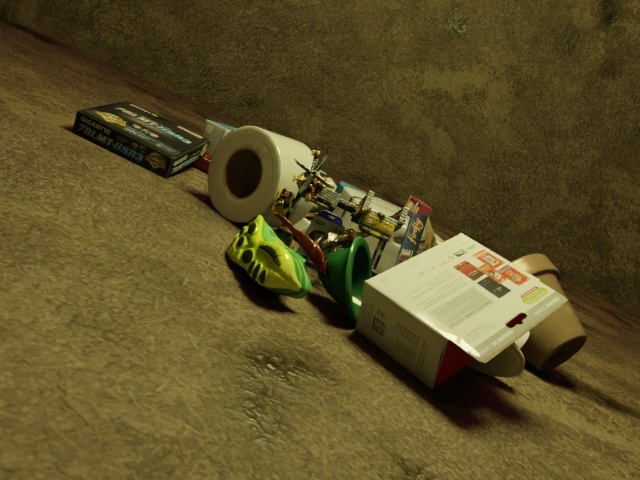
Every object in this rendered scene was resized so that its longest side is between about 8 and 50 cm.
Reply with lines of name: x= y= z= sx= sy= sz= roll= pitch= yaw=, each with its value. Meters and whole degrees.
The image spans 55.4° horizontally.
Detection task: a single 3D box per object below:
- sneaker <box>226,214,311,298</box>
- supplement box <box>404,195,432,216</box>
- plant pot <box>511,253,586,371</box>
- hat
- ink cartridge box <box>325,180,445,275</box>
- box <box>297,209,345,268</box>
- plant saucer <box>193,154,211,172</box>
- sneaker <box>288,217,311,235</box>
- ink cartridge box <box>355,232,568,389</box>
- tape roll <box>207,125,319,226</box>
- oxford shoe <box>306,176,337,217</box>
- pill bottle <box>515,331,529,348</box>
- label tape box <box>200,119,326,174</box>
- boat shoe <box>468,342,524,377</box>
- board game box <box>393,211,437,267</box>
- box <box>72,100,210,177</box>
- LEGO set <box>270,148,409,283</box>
sneaker: x=-0.104 y=0.042 z=1.231 sx=0.123 sy=0.109 sz=0.295 roll=43 pitch=2 yaw=-30
supplement box: x=0.291 y=-0.092 z=1.836 sx=0.043 sy=0.055 sz=0.083 roll=22 pitch=13 yaw=-23
plant pot: x=0.545 y=0.200 z=1.561 sx=0.263 sy=0.263 sz=0.229 roll=13 pitch=35 yaw=-45
hat: x=0.000 y=0.070 z=1.268 sx=0.183 sy=0.208 sz=0.173 roll=0 pitch=-23 yaw=19
ink cartridge box: x=0.181 y=-0.013 z=1.800 sx=0.285 sy=0.166 sz=0.395 roll=23 pitch=12 yaw=-14
box: x=0.001 y=-0.002 z=1.475 sx=0.081 sy=0.136 sz=0.028 roll=24 pitch=13 yaw=-5
plant saucer: x=-0.370 y=-0.269 z=2.028 sx=0.259 sy=0.048 sz=0.258 roll=28 pitch=13 yaw=4
sneaker: x=0.000 y=0.000 z=1.627 sx=0.094 sy=0.080 sz=0.212 roll=32 pitch=6 yaw=-35
ink cartridge box: x=0.274 y=0.143 z=1.185 sx=0.309 sy=0.130 sz=0.272 roll=-22 pitch=43 yaw=-37
tape roll: x=-0.147 y=-0.159 z=1.574 sx=0.246 sy=0.246 sz=0.169 roll=34 pitch=15 yaw=31
oxford shoe: x=-0.036 y=-0.155 z=1.987 sx=0.397 sy=0.146 sz=0.140 roll=13 pitch=21 yaw=-43
pill bottle: x=0.366 y=0.172 z=1.450 sx=0.245 sy=0.136 sz=0.136 roll=41 pitch=15 yaw=7
label tape box: x=-0.188 y=-0.258 z=1.960 sx=0.347 sy=0.115 sz=0.249 roll=31 pitch=13 yaw=25
boat shoe: x=0.308 y=0.196 z=1.346 sx=0.305 sy=0.109 sz=0.091 roll=27 pitch=17 yaw=20
board game box: x=0.233 y=0.051 z=1.478 sx=0.042 sy=0.165 sz=0.243 roll=14 pitch=-14 yaw=21
box: x=-0.503 y=-0.301 z=1.757 sx=0.295 sy=0.073 sz=0.293 roll=26 pitch=22 yaw=1
LEGO set: x=0.038 y=-0.022 z=1.351 sx=0.331 sy=0.255 sz=0.192 roll=33 pitch=-9 yaw=-1
